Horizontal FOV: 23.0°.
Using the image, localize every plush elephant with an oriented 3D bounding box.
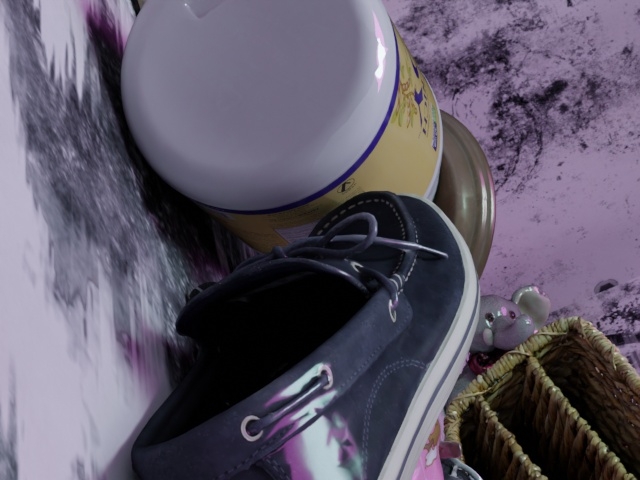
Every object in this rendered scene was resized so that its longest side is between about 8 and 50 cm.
[{"bbox_3d":[0.311,0.203,2.631,0.330,0.271,0.255,18,-58,63],"label":"plush elephant"}]

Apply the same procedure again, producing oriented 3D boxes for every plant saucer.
[{"bbox_3d":[0.057,-0.014,1.633,0.041,0.278,0.278,20,44,-48],"label":"plant saucer"}]

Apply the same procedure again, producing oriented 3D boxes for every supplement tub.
[{"bbox_3d":[-0.019,-0.109,1.440,0.331,0.241,0.241,42,27,-70],"label":"supplement tub"}]

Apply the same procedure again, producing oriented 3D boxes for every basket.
[{"bbox_3d":[0.262,0.259,1.769,0.299,0.213,0.223,-124,-151,-48],"label":"basket"}]

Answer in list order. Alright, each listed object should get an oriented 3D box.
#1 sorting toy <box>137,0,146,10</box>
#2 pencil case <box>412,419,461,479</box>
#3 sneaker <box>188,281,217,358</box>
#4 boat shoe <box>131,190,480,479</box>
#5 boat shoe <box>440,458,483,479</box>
[{"bbox_3d":[-0.143,-0.245,1.696,0.307,0.041,0.229,29,39,-76],"label":"sorting toy"},{"bbox_3d":[0.087,0.319,1.252,0.160,0.167,0.386,134,-66,-84],"label":"pencil case"},{"bbox_3d":[-0.077,0.082,1.265,0.109,0.040,0.044,-103,170,-46],"label":"sneaker"},{"bbox_3d":[-0.006,0.070,1.124,0.156,0.186,0.500,56,26,-16],"label":"boat shoe"},{"bbox_3d":[0.121,0.274,1.627,0.306,0.105,0.113,31,75,-74],"label":"boat shoe"}]
